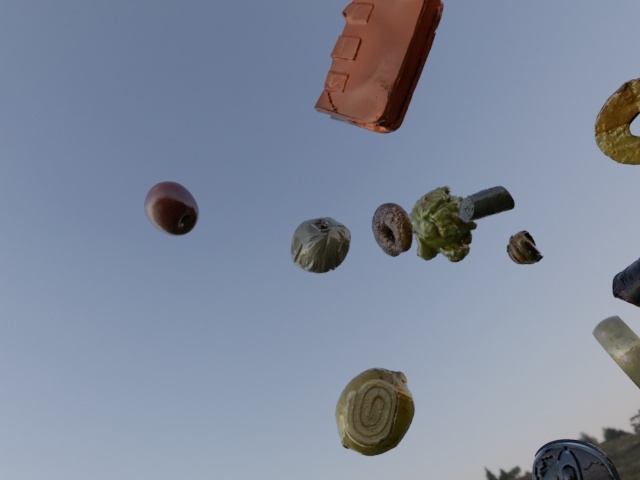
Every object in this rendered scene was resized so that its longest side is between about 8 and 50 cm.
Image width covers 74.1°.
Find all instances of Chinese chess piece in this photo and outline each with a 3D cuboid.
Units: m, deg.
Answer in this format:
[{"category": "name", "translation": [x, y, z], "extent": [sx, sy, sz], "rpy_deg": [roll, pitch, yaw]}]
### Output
[{"category": "Chinese chess piece", "translation": [0.919, 0.339, 1.240], "extent": [0.097, 0.251, 0.250], "rpy_deg": [-44, -47, 20]}]

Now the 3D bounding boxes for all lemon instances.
[{"category": "lemon", "translation": [0.169, 0.525, 1.316], "extent": [0.288, 0.233, 0.233], "rpy_deg": [-50, -42, -12]}]

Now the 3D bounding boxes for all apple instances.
[{"category": "apple", "translation": [-0.519, -0.111, 1.484], "extent": [0.181, 0.168, 0.181], "rpy_deg": [-38, -33, -30]}]

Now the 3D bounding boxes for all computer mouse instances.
[{"category": "computer mouse", "translation": [0.428, 0.447, 0.679], "extent": [0.137, 0.233, 0.096], "rpy_deg": [-25, -12, 31]}]

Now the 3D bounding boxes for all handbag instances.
[{"category": "handbag", "translation": [1.070, 0.152, 1.344], "extent": [0.215, 0.155, 0.169], "rpy_deg": [28, -38, 8]}, {"category": "handbag", "translation": [0.164, -0.547, 1.267], "extent": [0.116, 0.303, 0.410], "rpy_deg": [5, -72, -49]}]

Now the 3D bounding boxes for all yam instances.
[{"category": "yam", "translation": [0.587, -0.130, 1.503], "extent": [0.183, 0.107, 0.107], "rpy_deg": [-18, -42, -7]}]

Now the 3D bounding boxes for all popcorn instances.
[{"category": "popcorn", "translation": [0.535, -0.083, 1.867], "extent": [0.274, 0.335, 0.279], "rpy_deg": [-15, -63, 18]}]

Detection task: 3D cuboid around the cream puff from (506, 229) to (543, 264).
[{"category": "cream puff", "translation": [0.725, 0.034, 1.517], "extent": [0.133, 0.119, 0.104], "rpy_deg": [36, -59, -29]}]

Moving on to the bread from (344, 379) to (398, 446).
[{"category": "bread", "translation": [0.115, 0.395, 0.980], "extent": [0.122, 0.149, 0.073], "rpy_deg": [14, -24, 5]}]

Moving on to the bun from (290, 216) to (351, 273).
[{"category": "bun", "translation": [0.000, 0.000, 1.103], "extent": [0.166, 0.173, 0.114], "rpy_deg": [-18, -53, -20]}]

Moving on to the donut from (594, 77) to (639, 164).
[{"category": "donut", "translation": [0.703, -0.261, 0.918], "extent": [0.074, 0.174, 0.190], "rpy_deg": [-32, -40, -43]}]

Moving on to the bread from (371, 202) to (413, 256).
[{"category": "bread", "translation": [0.234, -0.036, 1.406], "extent": [0.063, 0.193, 0.193], "rpy_deg": [-15, -40, -26]}]
